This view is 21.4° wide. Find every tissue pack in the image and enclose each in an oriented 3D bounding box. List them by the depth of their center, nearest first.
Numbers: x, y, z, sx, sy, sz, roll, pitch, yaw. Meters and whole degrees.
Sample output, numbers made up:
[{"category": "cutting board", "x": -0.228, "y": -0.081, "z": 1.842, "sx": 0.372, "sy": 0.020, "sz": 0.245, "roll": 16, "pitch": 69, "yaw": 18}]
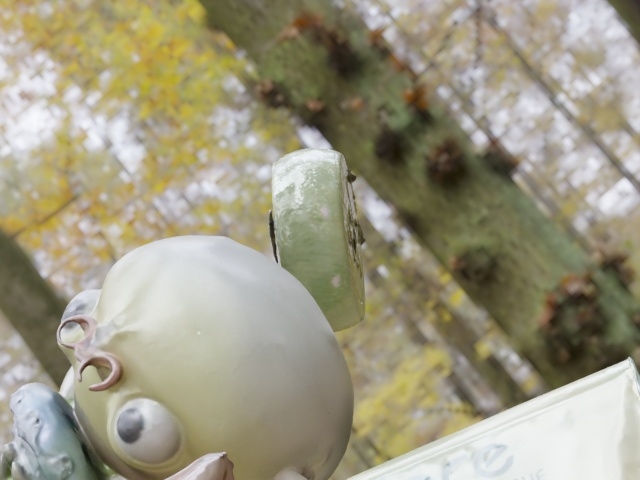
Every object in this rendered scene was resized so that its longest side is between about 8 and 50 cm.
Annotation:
[{"category": "tissue pack", "x": 0.155, "y": 0.323, "z": 1.493, "sx": 0.405, "sy": 0.205, "sz": 0.331, "roll": -23, "pitch": -48, "yaw": 7}]

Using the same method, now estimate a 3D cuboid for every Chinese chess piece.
[{"category": "Chinese chess piece", "x": 0.000, "y": 0.000, "z": 1.718, "sx": 0.083, "sy": 0.188, "sz": 0.188, "roll": -7, "pitch": -16, "yaw": 4}]

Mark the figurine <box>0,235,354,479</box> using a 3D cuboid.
[{"category": "figurine", "x": -0.158, "y": 0.175, "z": 1.127, "sx": 0.394, "sy": 0.226, "sz": 0.274, "roll": -30, "pitch": -45, "yaw": -9}]

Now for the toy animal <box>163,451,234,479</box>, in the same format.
[{"category": "toy animal", "x": -0.080, "y": 0.261, "z": 0.698, "sx": 0.195, "sy": 0.256, "sz": 0.213, "roll": -24, "pitch": 15, "yaw": 11}]
